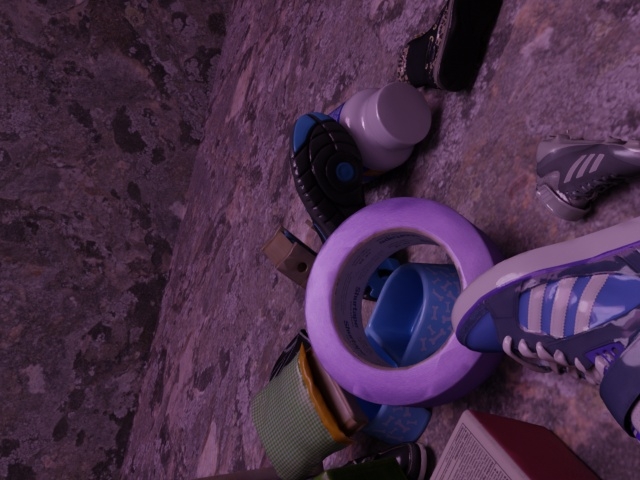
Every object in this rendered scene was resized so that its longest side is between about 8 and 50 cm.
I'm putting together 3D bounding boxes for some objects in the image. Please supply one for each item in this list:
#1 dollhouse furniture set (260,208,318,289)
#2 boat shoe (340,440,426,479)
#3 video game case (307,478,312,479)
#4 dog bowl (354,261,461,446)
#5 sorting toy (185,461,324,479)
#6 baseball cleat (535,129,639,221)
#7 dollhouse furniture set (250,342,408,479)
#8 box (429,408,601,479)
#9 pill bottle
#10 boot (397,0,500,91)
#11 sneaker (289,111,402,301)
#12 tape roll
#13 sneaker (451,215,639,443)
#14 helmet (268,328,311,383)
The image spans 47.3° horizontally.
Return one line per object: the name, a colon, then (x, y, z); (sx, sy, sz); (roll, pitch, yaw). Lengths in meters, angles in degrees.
dollhouse furniture set: (0.000, 0.000, 1.453); (0.184, 0.129, 0.129); (-51, 25, 2)
boat shoe: (0.073, 0.357, 1.084); (0.233, 0.079, 0.084); (-45, 35, 44)
video game case: (-0.081, 0.552, 1.356); (0.285, 0.025, 0.204); (-69, 24, 10)
dog bowl: (0.123, 0.166, 1.106); (0.297, 0.074, 0.166); (-68, 24, 10)
sorting toy: (-0.156, 0.458, 1.254); (0.257, 0.255, 0.089); (-40, 55, 51)
baseball cleat: (0.326, -0.072, 0.852); (0.206, 0.072, 0.109); (-151, 65, -71)
dollhouse furniture set: (-0.030, 0.308, 1.034); (0.197, 0.151, 0.301); (-46, 59, 29)
box: (0.218, 0.302, 0.739); (0.149, 0.127, 0.232); (-67, 25, 12)
pill bottle: (0.080, -0.187, 1.342); (0.272, 0.152, 0.152); (-22, 55, 60)
boot: (0.214, -0.368, 1.255); (0.178, 0.085, 0.236); (22, 95, 69)
sneaker: (0.023, -0.050, 1.263); (0.341, 0.125, 0.139); (70, 163, 1)
tape roll: (0.117, 0.084, 0.985); (0.275, 0.090, 0.275); (-9, 72, 29)
sneaker: (0.268, 0.125, 0.707); (0.323, 0.130, 0.236); (-29, 48, 39)
helmet: (-0.011, 0.247, 1.233); (0.161, 0.169, 0.169); (-67, 24, 1)
